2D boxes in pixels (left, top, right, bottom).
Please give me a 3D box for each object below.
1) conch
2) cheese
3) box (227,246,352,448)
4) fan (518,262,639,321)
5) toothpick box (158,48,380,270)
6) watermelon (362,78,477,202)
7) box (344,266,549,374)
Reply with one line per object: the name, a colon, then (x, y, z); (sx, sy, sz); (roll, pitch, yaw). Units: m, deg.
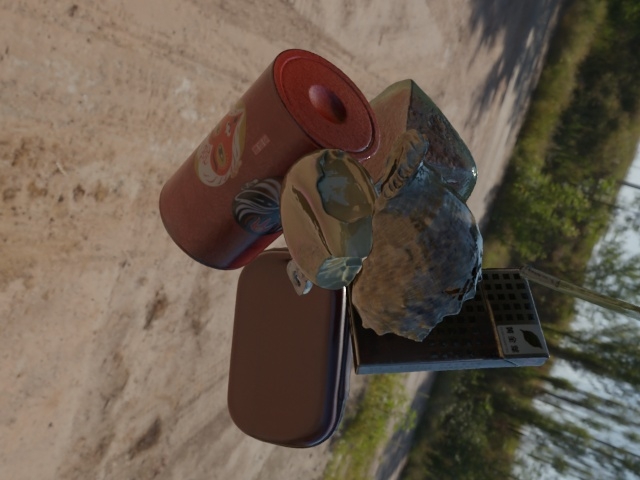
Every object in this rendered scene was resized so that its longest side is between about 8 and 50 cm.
conch: (0.080, -0.004, 0.668); (0.155, 0.130, 0.207); (-136, -147, -68)
cheese: (0.000, 0.000, 0.928); (0.082, 0.163, 0.286); (-18, 157, -22)
box: (-0.061, 0.215, 1.468); (0.108, 0.263, 0.403); (13, 83, -72)
fan: (0.267, 0.053, 0.711); (0.038, 0.193, 0.016); (37, 84, -32)
toothpick box: (-0.089, -0.117, 1.139); (0.333, 0.204, 0.204); (-38, -173, 38)
watermelon: (0.122, -0.136, 1.243); (0.201, 0.261, 0.213); (-21, 165, -43)
box: (0.212, 0.135, 1.240); (0.047, 0.325, 0.180); (97, -11, -56)
